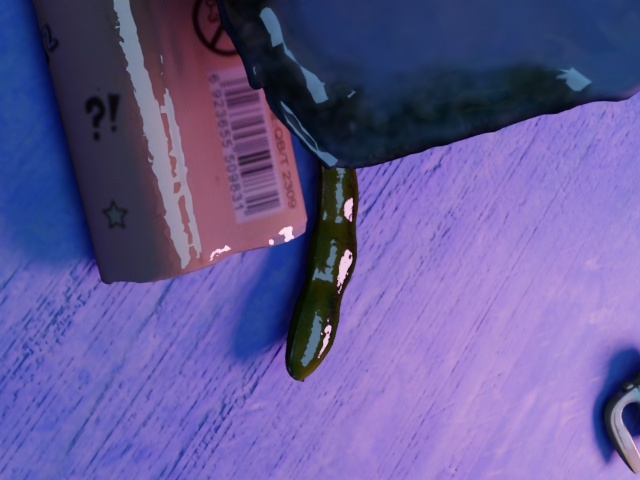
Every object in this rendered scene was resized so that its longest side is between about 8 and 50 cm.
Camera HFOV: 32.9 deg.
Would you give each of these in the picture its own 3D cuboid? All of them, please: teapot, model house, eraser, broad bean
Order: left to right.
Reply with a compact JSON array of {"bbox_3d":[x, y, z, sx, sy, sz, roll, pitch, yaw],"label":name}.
[{"bbox_3d":[-0.104,-0.130,0.770,0.171,0.087,0.291,-19,104,-34],"label":"eraser"},{"bbox_3d":[0.003,-0.001,0.869,0.069,0.039,0.227,4,90,-59],"label":"broad bean"},{"bbox_3d":[0.071,-0.281,0.758,0.297,0.339,0.360,-17,109,9],"label":"model house"},{"bbox_3d":[0.349,0.164,1.082,0.124,0.092,0.091,-41,97,-31],"label":"teapot"}]
